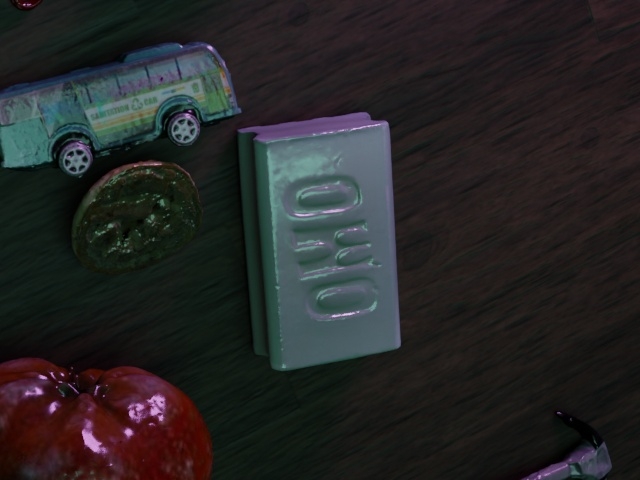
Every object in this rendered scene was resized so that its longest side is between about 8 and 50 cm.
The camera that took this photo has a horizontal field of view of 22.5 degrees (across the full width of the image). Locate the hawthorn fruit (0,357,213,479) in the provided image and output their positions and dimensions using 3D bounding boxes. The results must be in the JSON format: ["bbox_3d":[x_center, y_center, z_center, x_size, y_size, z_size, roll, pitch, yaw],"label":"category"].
[{"bbox_3d":[-0.261,0.247,1.680,0.284,0.284,0.284,-6,106,-20],"label":"hawthorn fruit"}]

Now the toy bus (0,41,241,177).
[{"bbox_3d":[-0.218,-0.136,1.678,0.262,0.091,0.109,-17,103,-18],"label":"toy bus"}]

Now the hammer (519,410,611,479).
[{"bbox_3d":[0.178,0.341,1.957,0.427,0.044,0.152,-22,109,-22],"label":"hammer"}]

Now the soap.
[{"bbox_3d":[0.000,0.000,1.796,0.160,0.087,0.265,-9,107,-19],"label":"soap"}]

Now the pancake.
[{"bbox_3d":[-0.197,-0.023,1.714,0.158,0.028,0.158,-19,140,-17],"label":"pancake"}]

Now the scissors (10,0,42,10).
[{"bbox_3d":[-0.332,-0.356,1.602,0.144,0.017,0.247,0,104,-31],"label":"scissors"}]
